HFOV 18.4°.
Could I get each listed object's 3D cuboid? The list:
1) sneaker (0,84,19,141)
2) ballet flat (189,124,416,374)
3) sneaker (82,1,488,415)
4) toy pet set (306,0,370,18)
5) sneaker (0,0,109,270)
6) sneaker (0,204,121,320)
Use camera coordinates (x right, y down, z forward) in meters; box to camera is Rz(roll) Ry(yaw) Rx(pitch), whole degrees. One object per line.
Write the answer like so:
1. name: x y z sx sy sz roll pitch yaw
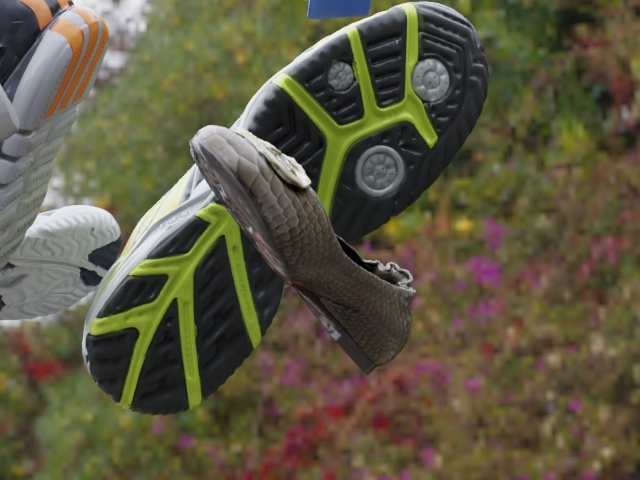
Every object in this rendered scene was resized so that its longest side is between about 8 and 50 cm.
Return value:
1. sneaker: -0.277 -0.093 0.998 0.256 0.151 0.094 38 -16 20
2. ballet flat: 0.000 0.000 1.048 0.058 0.084 0.250 -38 -34 0
3. sneaker: -0.040 -0.042 1.477 0.384 0.147 0.145 -42 -71 -5
4. toy pet set: 0.005 -0.200 1.254 0.065 0.122 0.114 20 -55 19
5. sneaker: -0.290 -0.080 1.454 0.180 0.124 0.321 34 -66 7
6. sneaker: -0.280 0.003 1.625 0.235 0.153 0.094 -30 -49 11
